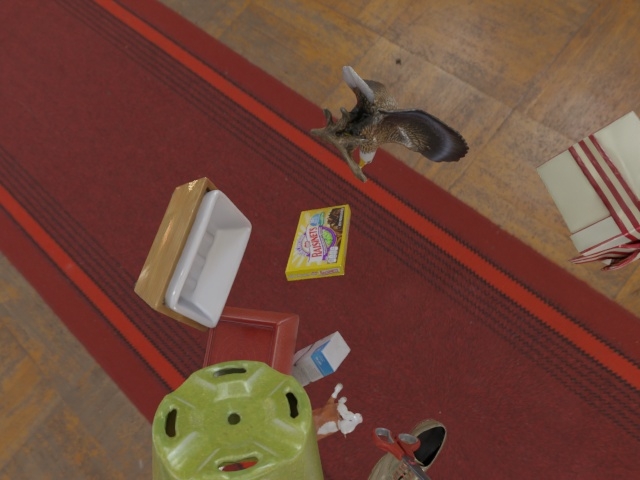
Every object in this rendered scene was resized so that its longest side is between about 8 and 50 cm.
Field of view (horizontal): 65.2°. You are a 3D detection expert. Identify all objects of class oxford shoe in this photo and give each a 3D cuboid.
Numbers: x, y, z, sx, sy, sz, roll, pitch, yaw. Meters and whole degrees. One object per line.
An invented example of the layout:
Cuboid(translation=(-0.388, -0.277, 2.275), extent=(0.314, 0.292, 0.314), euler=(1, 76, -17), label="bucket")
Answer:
Cuboid(translation=(0.238, 0.656, 1.448), extent=(0.123, 0.130, 0.348), euler=(38, 74, 14), label="oxford shoe")

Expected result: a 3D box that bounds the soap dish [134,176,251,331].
Cuboid(translation=(-0.275, 0.036, 1.109), extent=(0.118, 0.229, 0.291), euler=(11, 72, 18), label="soap dish")

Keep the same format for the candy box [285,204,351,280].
Cuboid(translation=(0.000, 0.000, 0.962), extent=(0.105, 0.027, 0.206), euler=(-10, 33, 14), label="candy box")

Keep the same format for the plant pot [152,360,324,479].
Cuboid(translation=(-0.101, 0.304, 0.623), extent=(0.275, 0.254, 0.276), euler=(1, 29, -1), label="plant pot")

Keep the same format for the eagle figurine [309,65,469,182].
Cuboid(translation=(0.136, -0.237, 1.040), extent=(0.298, 0.225, 0.227), euler=(-18, 90, -27), label="eagle figurine")

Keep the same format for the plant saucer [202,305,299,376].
Cuboid(translation=(-0.187, 0.292, 1.198), extent=(0.259, 0.047, 0.259), euler=(1, 76, 32), label="plant saucer")

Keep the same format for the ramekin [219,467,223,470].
Cuboid(translation=(-0.404, 0.643, 1.620), extent=(0.277, 0.135, 0.277), euler=(-27, 47, 34), label="ramekin")

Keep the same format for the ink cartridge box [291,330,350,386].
Cuboid(translation=(-0.026, 0.303, 1.231), extent=(0.180, 0.104, 0.060), euler=(-33, 92, 31), label="ink cartridge box")

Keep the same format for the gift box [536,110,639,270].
Cuboid(translation=(0.639, -0.085, 1.079), extent=(0.255, 0.276, 0.258), euler=(-38, 59, 38), label="gift box")

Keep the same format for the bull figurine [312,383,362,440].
Cuboid(translation=(0.018, 0.611, 1.719), extent=(0.310, 0.188, 0.101), euler=(-34, 103, 31), label="bull figurine")

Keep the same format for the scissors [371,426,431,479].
Cuboid(translation=(0.166, 0.440, 0.999), extent=(0.108, 0.297, 0.021), euler=(12, 91, 1), label="scissors")
